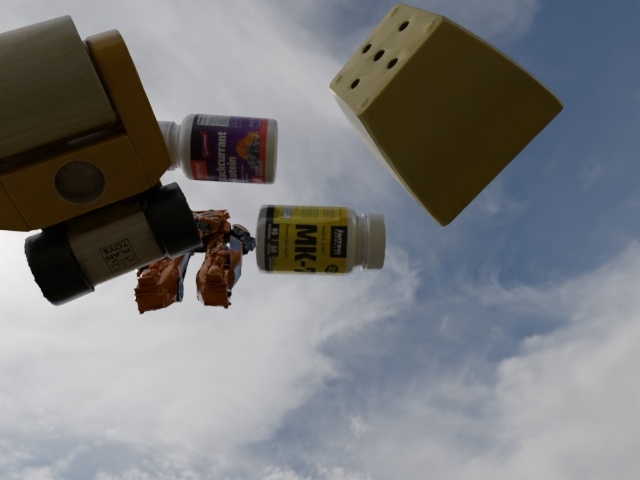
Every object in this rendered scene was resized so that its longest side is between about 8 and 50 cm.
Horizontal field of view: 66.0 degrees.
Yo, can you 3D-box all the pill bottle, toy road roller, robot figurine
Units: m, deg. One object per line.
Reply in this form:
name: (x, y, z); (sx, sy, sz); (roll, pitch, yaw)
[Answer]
pill bottle: (-0.168, -0.148, 0.799); (0.193, 0.108, 0.108); (3, -57, -3)
pill bottle: (0.000, 0.000, 0.832); (0.208, 0.119, 0.119); (1, -55, -1)
toy road roller: (-0.307, -0.103, 0.626); (0.202, 0.240, 0.330); (-24, -52, -16)
robot figurine: (-0.222, 0.022, 0.878); (0.210, 0.291, 0.085); (-3, -62, -4)

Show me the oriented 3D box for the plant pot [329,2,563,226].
plant pot: (0.137, -0.187, 0.659); (0.187, 0.212, 0.212); (34, -73, -31)
